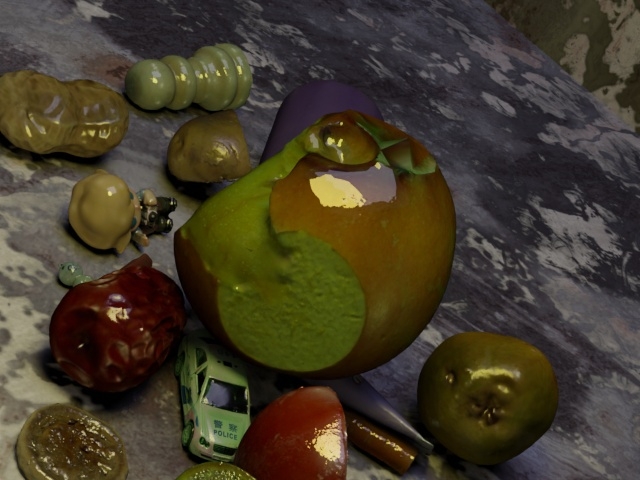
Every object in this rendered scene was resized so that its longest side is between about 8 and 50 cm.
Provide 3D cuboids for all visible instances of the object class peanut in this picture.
[{"bbox_3d":[-0.427,-0.211,2.064,0.233,0.110,0.197,6,32,-38],"label":"peanut"}]

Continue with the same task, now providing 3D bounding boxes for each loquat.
[{"bbox_3d":[0.254,0.236,1.911,0.213,0.213,0.246,33,4,5],"label":"loquat"}]

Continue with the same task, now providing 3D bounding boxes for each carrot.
[{"bbox_3d":[0.073,0.286,1.814,0.139,0.048,0.048,30,29,7],"label":"carrot"}]

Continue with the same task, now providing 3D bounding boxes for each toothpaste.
[{"bbox_3d":[0.013,0.202,1.854,0.371,0.080,0.125,38,-12,13],"label":"toothpaste"}]

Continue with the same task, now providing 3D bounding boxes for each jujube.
[{"bbox_3d":[-0.263,0.110,1.676,0.155,0.155,0.230,33,23,4],"label":"jujube"}]

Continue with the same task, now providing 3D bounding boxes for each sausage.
[{"bbox_3d":[-0.283,0.052,1.844,0.030,0.035,0.147,64,19,-7],"label":"sausage"}]

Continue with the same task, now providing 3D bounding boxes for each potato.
[{"bbox_3d":[-0.202,-0.168,2.168,0.138,0.098,0.243,-9,17,-11],"label":"potato"}]

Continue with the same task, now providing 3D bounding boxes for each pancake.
[{"bbox_3d":[-0.302,0.257,1.532,0.151,0.025,0.152,22,31,-14],"label":"pancake"}]

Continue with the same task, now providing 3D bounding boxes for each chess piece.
[{"bbox_3d":[-0.259,-0.298,2.360,0.243,0.133,0.133,-14,51,-43],"label":"chess piece"}]

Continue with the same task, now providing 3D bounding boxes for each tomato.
[{"bbox_3d":[-0.047,0.279,1.562,0.112,0.199,0.228,11,29,-21],"label":"tomato"}]

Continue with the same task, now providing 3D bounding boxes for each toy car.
[{"bbox_3d":[-0.140,0.207,1.708,0.090,0.076,0.224,18,31,-24],"label":"toy car"}]

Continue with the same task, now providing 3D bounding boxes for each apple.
[{"bbox_3d":[0.000,0.000,1.727,0.384,0.374,0.374,7,36,-26],"label":"apple"}]

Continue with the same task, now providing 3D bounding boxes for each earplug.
[{"bbox_3d":[-0.023,-0.094,2.171,0.215,0.215,0.456,28,33,-4],"label":"earplug"}]

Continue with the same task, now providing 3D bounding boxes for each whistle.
[{"bbox_3d":[-0.338,0.064,1.791,0.100,0.035,0.035,40,30,14],"label":"whistle"}]

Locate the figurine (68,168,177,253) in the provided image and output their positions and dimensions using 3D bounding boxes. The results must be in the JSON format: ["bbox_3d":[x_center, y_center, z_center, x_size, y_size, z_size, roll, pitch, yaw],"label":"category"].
[{"bbox_3d":[-0.299,-0.040,1.936,0.108,0.114,0.196,22,8,38],"label":"figurine"}]

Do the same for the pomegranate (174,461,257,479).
[{"bbox_3d":[-0.133,0.342,1.449,0.143,0.122,0.169,23,21,0],"label":"pomegranate"}]
